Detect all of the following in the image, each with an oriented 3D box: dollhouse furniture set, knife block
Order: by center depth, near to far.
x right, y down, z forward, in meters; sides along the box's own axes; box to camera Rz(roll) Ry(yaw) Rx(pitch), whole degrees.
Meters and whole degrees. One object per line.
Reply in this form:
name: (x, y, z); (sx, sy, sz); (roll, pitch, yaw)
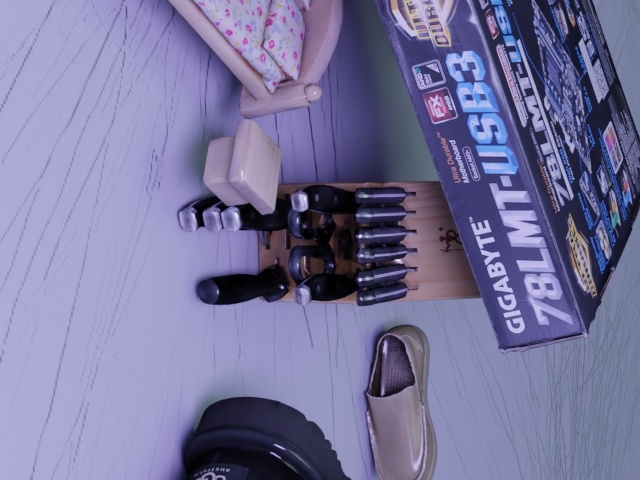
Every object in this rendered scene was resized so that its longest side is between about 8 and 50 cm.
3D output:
dollhouse furniture set: (-0.032, -0.247, 0.881); (0.303, 0.174, 0.355); (44, 45, -51)
knife block: (0.000, 0.000, 1.091); (0.276, 0.242, 0.088); (-173, -97, -75)

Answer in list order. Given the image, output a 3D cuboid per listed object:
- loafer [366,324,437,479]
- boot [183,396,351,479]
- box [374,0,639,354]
loafer: (0.062, 0.140, 1.210); (0.050, 0.056, 0.148); (23, 60, -57)
boot: (-0.030, 0.304, 0.958); (0.348, 0.131, 0.260); (56, 35, -29)
box: (0.144, -0.114, 1.046); (0.295, 0.073, 0.293); (67, 29, -16)
